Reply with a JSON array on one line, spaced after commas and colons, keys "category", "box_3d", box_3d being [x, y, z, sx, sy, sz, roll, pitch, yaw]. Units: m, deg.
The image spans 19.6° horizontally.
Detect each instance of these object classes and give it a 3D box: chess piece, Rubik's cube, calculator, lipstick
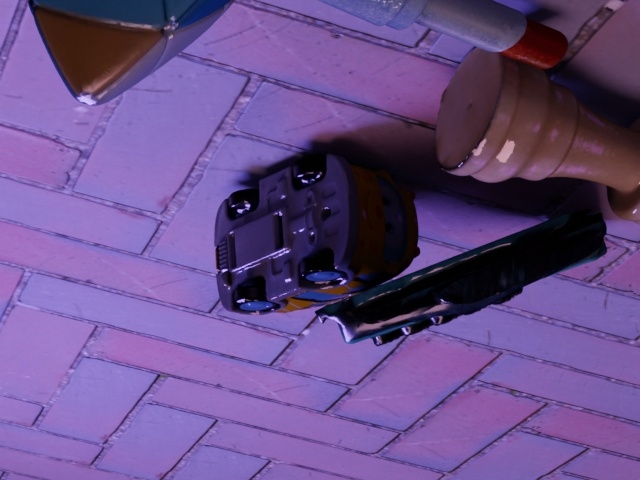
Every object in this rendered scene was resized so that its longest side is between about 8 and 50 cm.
[{"category": "chess piece", "box_3d": [0.297, -0.059, 1.638, 0.397, 0.117, 0.117, 18, 153, -21]}, {"category": "Rubik's cube", "box_3d": [-0.159, -0.219, 1.326, 0.254, 0.254, 0.254, 7, 154, 3]}, {"category": "calculator", "box_3d": [0.146, 0.038, 1.749, 0.274, 0.058, 0.248, -20, 177, 10]}, {"category": "lipstick", "box_3d": [0.074, -0.195, 1.478, 0.274, 0.061, 0.068, 19, 152, -21]}]

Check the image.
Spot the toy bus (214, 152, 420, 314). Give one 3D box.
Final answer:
[{"category": "toy bus", "box_3d": [0.000, 0.000, 1.832, 0.136, 0.126, 0.209, 11, 157, -38]}]
